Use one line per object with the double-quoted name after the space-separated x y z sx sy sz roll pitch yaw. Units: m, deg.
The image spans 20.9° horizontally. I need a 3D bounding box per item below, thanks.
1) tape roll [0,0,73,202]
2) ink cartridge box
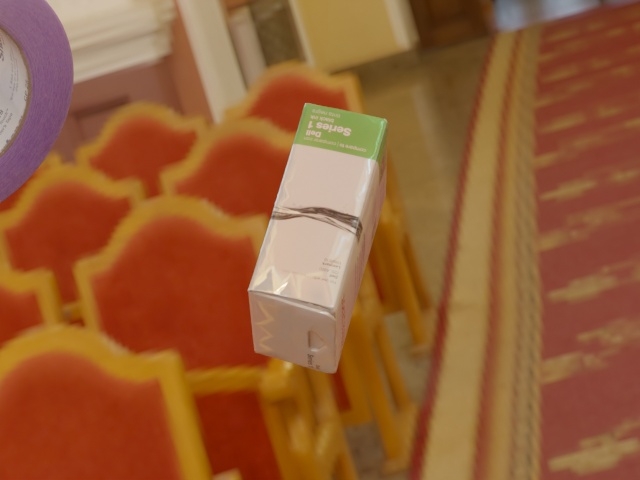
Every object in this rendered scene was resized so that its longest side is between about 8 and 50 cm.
-0.367 -0.142 1.581 0.275 0.275 0.090 -22 43 -24 "tape roll"
0.000 0.000 1.736 0.093 0.219 0.160 13 -27 8 "ink cartridge box"
